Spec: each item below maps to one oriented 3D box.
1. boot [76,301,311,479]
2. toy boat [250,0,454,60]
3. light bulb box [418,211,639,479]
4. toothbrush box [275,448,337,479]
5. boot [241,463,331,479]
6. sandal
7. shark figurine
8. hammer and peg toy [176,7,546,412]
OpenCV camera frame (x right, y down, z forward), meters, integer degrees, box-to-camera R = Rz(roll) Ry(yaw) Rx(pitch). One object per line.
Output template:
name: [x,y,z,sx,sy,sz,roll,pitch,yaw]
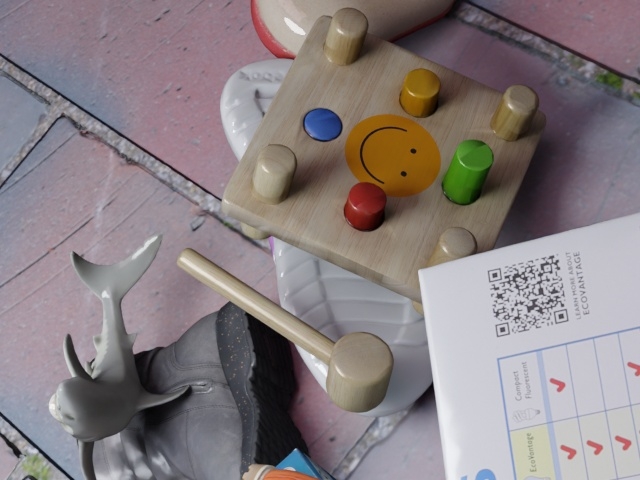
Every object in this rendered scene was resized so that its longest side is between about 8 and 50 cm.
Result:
boot: [-0.128,0.224,1.753,0.223,0.118,0.338,-27,40,18]
toy boat: [0.027,-0.259,1.941,0.231,0.151,0.151,-28,76,-29]
light bulb box: [0.296,0.170,1.384,0.361,0.225,0.358,-15,64,18]
toothbrush box: [0.055,0.345,1.484,0.126,0.216,0.295,-43,50,1]
boot: [-0.036,0.254,1.416,0.085,0.059,0.158,3,62,27]
sandal: [0.015,-0.003,1.799,0.169,0.102,0.416,-11,62,-15]
shark figurine: [-0.186,0.125,1.752,0.116,0.166,0.278,-8,31,8]
hammer and peg toy: [0.040,-0.039,1.687,0.266,0.127,0.361,25,59,3]
